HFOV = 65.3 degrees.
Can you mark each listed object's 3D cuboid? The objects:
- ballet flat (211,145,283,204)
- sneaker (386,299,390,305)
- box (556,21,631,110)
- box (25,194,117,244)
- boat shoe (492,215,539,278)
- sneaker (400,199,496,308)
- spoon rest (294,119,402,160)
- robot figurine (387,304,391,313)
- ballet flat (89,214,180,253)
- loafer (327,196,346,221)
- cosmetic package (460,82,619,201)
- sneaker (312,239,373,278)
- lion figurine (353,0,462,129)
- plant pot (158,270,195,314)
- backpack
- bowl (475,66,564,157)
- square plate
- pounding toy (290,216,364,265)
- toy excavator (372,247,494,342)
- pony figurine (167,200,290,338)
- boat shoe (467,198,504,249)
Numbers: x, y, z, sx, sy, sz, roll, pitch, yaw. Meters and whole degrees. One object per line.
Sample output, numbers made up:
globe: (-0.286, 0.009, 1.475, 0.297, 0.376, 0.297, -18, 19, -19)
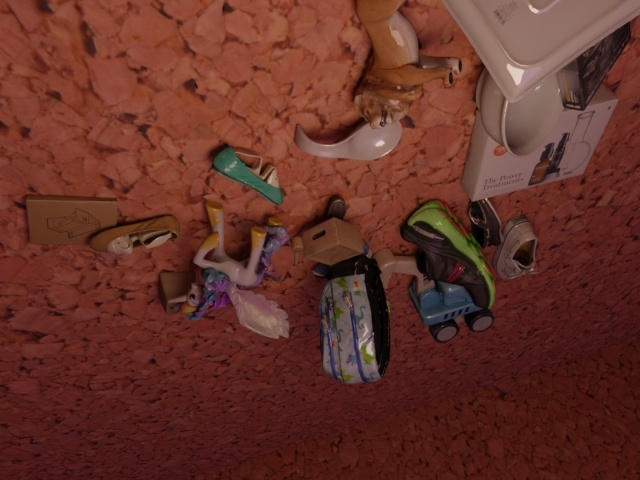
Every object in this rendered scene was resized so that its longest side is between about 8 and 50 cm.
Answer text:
ballet flat: (-0.160, -0.166, 1.265, 0.087, 0.083, 0.247, -48, 138, 14)
sneaker: (0.161, 0.196, 1.856, 0.104, 0.147, 0.296, -33, 176, -12)
box: (0.641, -0.454, 1.174, 0.231, 0.056, 0.183, -57, 139, -4)
box: (-0.622, -0.048, 1.259, 0.201, 0.021, 0.164, 1, 139, -24)
boat shoe: (0.763, 0.075, 1.902, 0.135, 0.157, 0.367, -16, 143, -4)
sneaker: (0.437, 0.064, 1.693, 0.202, 0.185, 0.483, -30, 118, 25)
spoon rest: (0.078, -0.251, 1.254, 0.276, 0.084, 0.137, -6, 142, -15)
robot figurine: (0.236, 0.282, 2.010, 0.101, 0.067, 0.115, -9, 142, -12)
ballet flat: (-0.482, -0.006, 1.304, 0.232, 0.073, 0.080, -19, 147, -13)
loafer: (0.044, -0.083, 1.478, 0.056, 0.050, 0.148, -5, 145, -9)
cosmetic package: (0.617, -0.279, 1.447, 0.377, 0.098, 0.284, -14, 140, -6)
sneaker: (0.065, 0.057, 1.660, 0.211, 0.080, 0.081, -25, 122, 7)
lion figurine: (0.151, -0.418, 1.038, 0.240, 0.142, 0.392, 7, 136, 29)
plant pot: (-0.441, 0.167, 1.547, 0.108, 0.096, 0.109, -1, 139, -22)
backpack: (0.110, 0.263, 1.558, 0.273, 0.356, 0.290, -21, 164, 4)
bowl: (0.471, -0.360, 1.202, 0.297, 0.134, 0.298, -23, 127, -34)
square plate: (0.429, -0.504, 0.958, 0.344, 0.049, 0.347, -36, 104, 19)
pounding toy: (-0.011, 0.002, 1.451, 0.181, 0.094, 0.206, -25, 152, 33)
toy excavator: (0.415, 0.164, 1.864, 0.432, 0.222, 0.445, -17, 129, -2)
pony figurine: (-0.229, 0.096, 1.442, 0.350, 0.303, 0.364, 13, 119, -24)
boat shoe: (0.546, -0.054, 1.685, 0.095, 0.112, 0.335, -32, 145, 10)
